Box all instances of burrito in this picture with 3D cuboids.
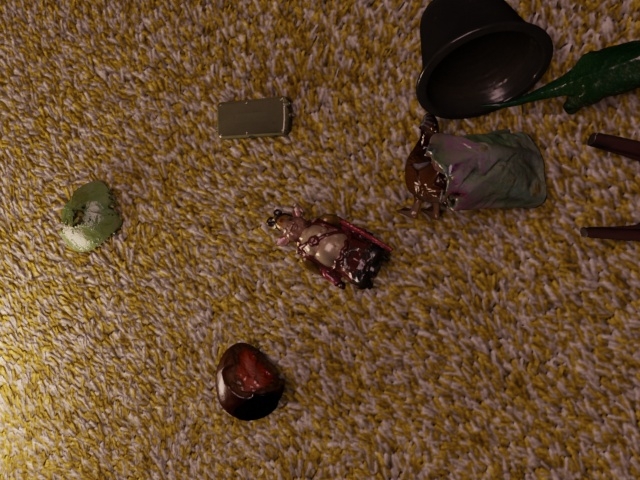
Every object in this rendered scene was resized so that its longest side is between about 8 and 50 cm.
[{"bbox_3d":[0.276,-0.116,1.403,0.089,0.229,0.143,-20,81,50],"label":"burrito"}]

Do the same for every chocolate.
[{"bbox_3d":[-0.136,0.258,1.606,0.127,0.124,0.133,-27,47,19],"label":"chocolate"}]

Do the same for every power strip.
[{"bbox_3d":[-0.123,-0.236,1.662,0.169,0.028,0.076,0,88,22],"label":"power strip"}]

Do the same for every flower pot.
[{"bbox_3d":[0.255,-0.331,1.444,0.235,0.235,0.148,-25,59,18],"label":"flower pot"}]

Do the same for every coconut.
[{"bbox_3d":[-0.479,-0.047,1.776,0.133,0.055,0.158,20,96,22],"label":"coconut"}]

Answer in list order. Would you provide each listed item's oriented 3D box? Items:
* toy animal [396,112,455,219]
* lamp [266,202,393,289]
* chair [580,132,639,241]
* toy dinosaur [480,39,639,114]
[{"bbox_3d":[0.198,-0.120,1.473,0.089,0.188,0.179,1,109,-21],"label":"toy animal"},{"bbox_3d":[0.000,0.000,1.564,0.253,0.118,0.118,31,99,18],"label":"lamp"},{"bbox_3d":[0.600,-0.073,1.340,0.327,0.183,0.175,7,89,-24],"label":"chair"},{"bbox_3d":[0.452,-0.267,1.301,0.447,0.301,0.087,-14,85,17],"label":"toy dinosaur"}]
